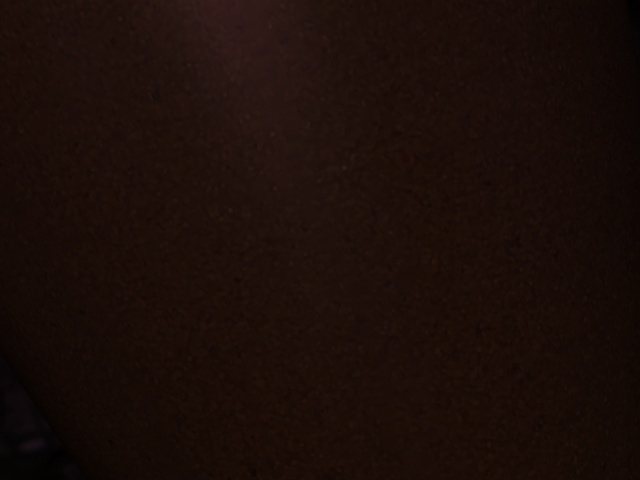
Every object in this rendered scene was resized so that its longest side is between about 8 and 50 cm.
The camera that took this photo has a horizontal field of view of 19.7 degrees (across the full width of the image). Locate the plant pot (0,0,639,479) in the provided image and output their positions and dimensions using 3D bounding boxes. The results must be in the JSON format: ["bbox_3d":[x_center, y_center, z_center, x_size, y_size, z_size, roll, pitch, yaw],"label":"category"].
[{"bbox_3d":[0.000,0.000,0.528,0.237,0.237,0.254,-20,80,0],"label":"plant pot"}]
